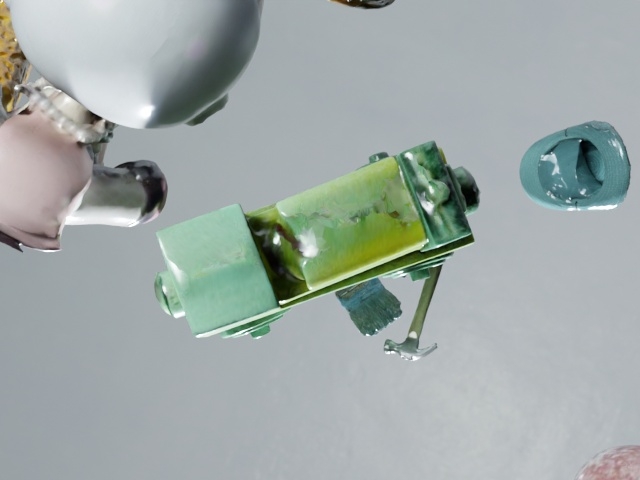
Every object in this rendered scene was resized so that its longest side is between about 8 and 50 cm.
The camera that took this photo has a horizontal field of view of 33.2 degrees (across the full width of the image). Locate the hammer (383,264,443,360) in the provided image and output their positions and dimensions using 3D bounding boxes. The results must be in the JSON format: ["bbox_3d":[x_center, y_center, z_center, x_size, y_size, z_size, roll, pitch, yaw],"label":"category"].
[{"bbox_3d":[0.135,0.062,1.321,0.062,0.182,0.017,15,164,20],"label":"hammer"}]

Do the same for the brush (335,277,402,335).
[{"bbox_3d":[0.031,0.036,1.431,0.196,0.070,0.021,54,166,4],"label":"brush"}]

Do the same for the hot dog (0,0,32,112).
[{"bbox_3d":[-0.536,-0.188,1.525,0.185,0.405,0.223,21,140,-17],"label":"hot dog"}]

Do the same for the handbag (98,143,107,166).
[{"bbox_3d":[-0.390,-0.123,1.658,0.072,0.193,0.151,3,157,9],"label":"handbag"}]

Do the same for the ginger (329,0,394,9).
[{"bbox_3d":[0.000,-0.431,1.140,0.418,0.254,0.176,58,-165,-3],"label":"ginger"}]

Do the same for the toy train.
[{"bbox_3d":[0.000,0.000,1.198,0.397,0.160,0.253,-20,176,-3],"label":"toy train"}]

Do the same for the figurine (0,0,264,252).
[{"bbox_3d":[-0.194,-0.171,1.026,0.253,0.361,0.211,28,-165,-28],"label":"figurine"}]

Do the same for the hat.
[{"bbox_3d":[0.405,-0.114,1.650,0.191,0.138,0.078,-4,-171,45],"label":"hat"}]

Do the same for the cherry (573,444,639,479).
[{"bbox_3d":[0.439,0.377,1.339,0.285,0.236,0.213,32,-156,26],"label":"cherry"}]
